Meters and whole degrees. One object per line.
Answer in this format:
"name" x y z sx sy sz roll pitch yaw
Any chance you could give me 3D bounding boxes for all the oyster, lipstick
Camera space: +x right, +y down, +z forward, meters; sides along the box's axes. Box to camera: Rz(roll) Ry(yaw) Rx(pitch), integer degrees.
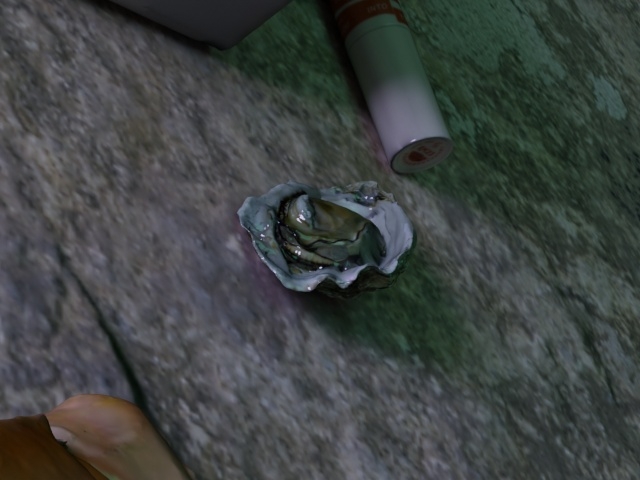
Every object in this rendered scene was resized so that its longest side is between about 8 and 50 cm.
"oyster" 0.000 -0.001 0.982 0.100 0.037 0.098 4 35 -30
"lipstick" 0.037 -0.102 1.120 0.038 0.038 0.131 15 49 -48

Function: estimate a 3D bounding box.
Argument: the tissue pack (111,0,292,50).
"tissue pack" -0.067 -0.245 0.999 0.136 0.159 0.246 24 41 -44

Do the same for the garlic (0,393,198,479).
"garlic" -0.064 0.156 0.624 0.228 0.110 0.217 46 8 15
